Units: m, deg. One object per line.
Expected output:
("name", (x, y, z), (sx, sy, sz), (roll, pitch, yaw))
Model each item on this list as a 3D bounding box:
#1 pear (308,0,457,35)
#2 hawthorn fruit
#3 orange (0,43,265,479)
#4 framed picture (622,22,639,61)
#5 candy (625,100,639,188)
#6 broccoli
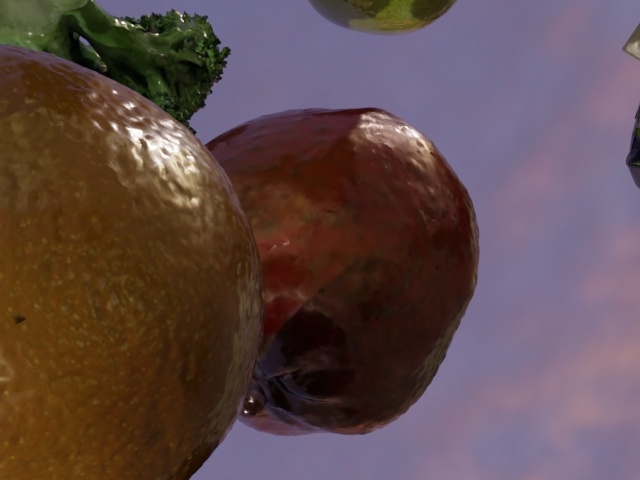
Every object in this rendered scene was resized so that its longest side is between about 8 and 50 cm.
("pear", (0.059, -0.274, 1.485), (0.180, 0.166, 0.216), (57, -166, 6))
("hawthorn fruit", (0.000, 0.000, 1.227), (0.300, 0.254, 0.254), (-64, -33, -42))
("orange", (-0.156, 0.028, 0.781), (0.264, 0.264, 0.264), (-23, -63, -56))
("framed picture", (0.480, -0.261, 1.594), (0.315, 0.232, 0.024), (-57, -25, 7))
("candy", (0.410, -0.071, 1.328), (0.061, 0.312, 0.088), (56, -132, -52))
("broccoli", (-0.216, -0.107, 1.297), (0.261, 0.269, 0.242), (-48, -25, -26))
